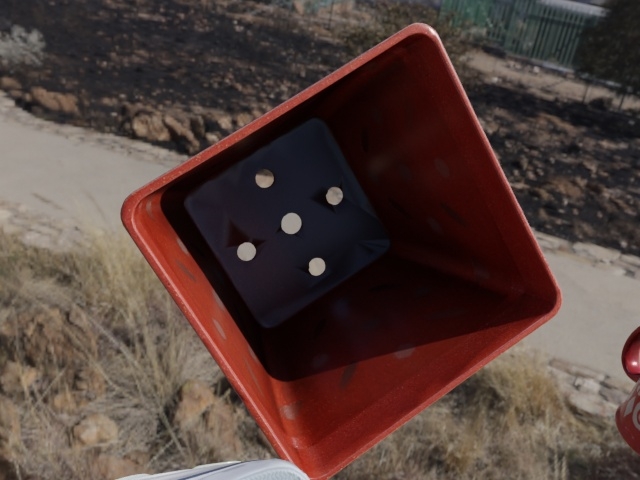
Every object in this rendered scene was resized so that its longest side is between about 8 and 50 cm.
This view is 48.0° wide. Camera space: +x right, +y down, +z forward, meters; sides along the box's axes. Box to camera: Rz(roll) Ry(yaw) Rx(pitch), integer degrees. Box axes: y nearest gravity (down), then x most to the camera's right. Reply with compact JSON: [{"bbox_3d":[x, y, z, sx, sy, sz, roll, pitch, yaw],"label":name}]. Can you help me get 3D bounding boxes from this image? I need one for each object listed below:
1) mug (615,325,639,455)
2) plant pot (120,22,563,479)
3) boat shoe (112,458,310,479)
[{"bbox_3d":[0.391,0.143,0.779,0.113,0.169,0.150,-20,44,-38],"label":"mug"},{"bbox_3d":[0.000,0.000,0.651,0.267,0.267,0.236,-33,16,-10],"label":"plant pot"},{"bbox_3d":[-0.115,0.191,0.448,0.226,0.083,0.076,-4,-7,-24],"label":"boat shoe"}]
